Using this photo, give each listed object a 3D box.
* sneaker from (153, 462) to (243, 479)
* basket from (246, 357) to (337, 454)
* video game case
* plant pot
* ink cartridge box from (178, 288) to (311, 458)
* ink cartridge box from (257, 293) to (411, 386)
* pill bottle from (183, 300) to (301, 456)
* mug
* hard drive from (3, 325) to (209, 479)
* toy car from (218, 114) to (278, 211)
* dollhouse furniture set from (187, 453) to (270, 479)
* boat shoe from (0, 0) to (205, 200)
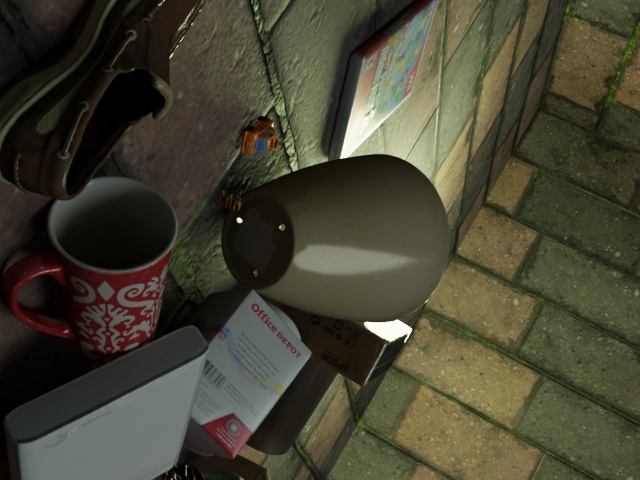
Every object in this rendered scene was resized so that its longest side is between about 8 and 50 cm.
[{"bbox_3d":[-0.203,0.321,1.186,0.281,0.106,0.163,-4,114,-43],"label":"sneaker"},{"bbox_3d":[-0.062,0.257,1.586,0.227,0.154,0.204,-62,163,13],"label":"basket"},{"bbox_3d":[0.105,-0.271,1.453,0.285,0.025,0.204,-48,159,-44],"label":"video game case"},{"bbox_3d":[0.000,0.000,1.223,0.274,0.256,0.257,-2,120,-52],"label":"plant pot"},{"bbox_3d":[-0.128,0.168,1.141,0.176,0.128,0.127,-50,-158,-27],"label":"ink cartridge box"},{"bbox_3d":[0.014,0.135,1.448,0.088,0.234,0.193,-64,164,8],"label":"ink cartridge box"},{"bbox_3d":[-0.133,0.198,1.288,0.221,0.121,0.121,-52,162,-34],"label":"pill bottle"},{"bbox_3d":[-0.216,0.035,0.833,0.169,0.150,0.113,106,-18,-49],"label":"mug"},{"bbox_3d":[-0.232,0.220,0.951,0.203,0.040,0.308,-25,156,-30],"label":"hard drive"},{"bbox_3d":[-0.084,-0.094,1.105,0.060,0.040,0.122,-31,145,-62],"label":"toy car"},{"bbox_3d":[-0.143,0.547,1.537,0.198,0.286,0.303,-51,150,-35],"label":"dollhouse furniture set"},{"bbox_3d":[-0.155,-0.130,0.707,0.257,0.095,0.095,-56,163,-23],"label":"boat shoe"}]
